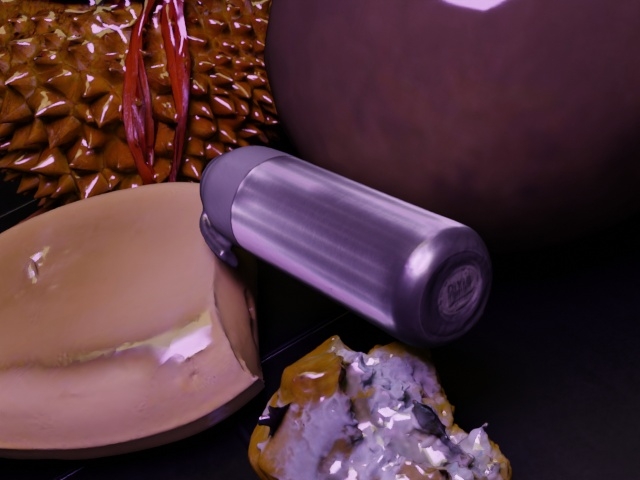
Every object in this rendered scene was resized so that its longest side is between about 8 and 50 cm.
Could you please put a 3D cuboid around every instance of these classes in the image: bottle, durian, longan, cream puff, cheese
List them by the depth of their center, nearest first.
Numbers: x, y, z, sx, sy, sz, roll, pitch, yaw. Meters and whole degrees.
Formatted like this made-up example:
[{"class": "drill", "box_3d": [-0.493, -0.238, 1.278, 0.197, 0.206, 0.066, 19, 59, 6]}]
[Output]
[{"class": "cream puff", "box_3d": [0.036, 0.134, 0.546, 0.121, 0.156, 0.156, -57, 25, 21]}, {"class": "bottle", "box_3d": [0.000, 0.000, 0.621, 0.253, 0.079, 0.096, 28, 84, 47]}, {"class": "longan", "box_3d": [0.153, -0.161, 0.725, 0.404, 0.336, 0.404, -20, -4, -1]}, {"class": "cheese", "box_3d": [-0.201, 0.067, 0.749, 0.315, 0.128, 0.260, -15, 34, 10]}, {"class": "durian", "box_3d": [-0.188, -0.175, 0.942, 0.384, 0.348, 0.348, -19, 30, 23]}]

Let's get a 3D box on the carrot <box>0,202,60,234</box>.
[{"class": "carrot", "box_3d": [-0.301, -0.017, 1.009, 0.043, 0.043, 0.248, 13, 42, 40]}]
